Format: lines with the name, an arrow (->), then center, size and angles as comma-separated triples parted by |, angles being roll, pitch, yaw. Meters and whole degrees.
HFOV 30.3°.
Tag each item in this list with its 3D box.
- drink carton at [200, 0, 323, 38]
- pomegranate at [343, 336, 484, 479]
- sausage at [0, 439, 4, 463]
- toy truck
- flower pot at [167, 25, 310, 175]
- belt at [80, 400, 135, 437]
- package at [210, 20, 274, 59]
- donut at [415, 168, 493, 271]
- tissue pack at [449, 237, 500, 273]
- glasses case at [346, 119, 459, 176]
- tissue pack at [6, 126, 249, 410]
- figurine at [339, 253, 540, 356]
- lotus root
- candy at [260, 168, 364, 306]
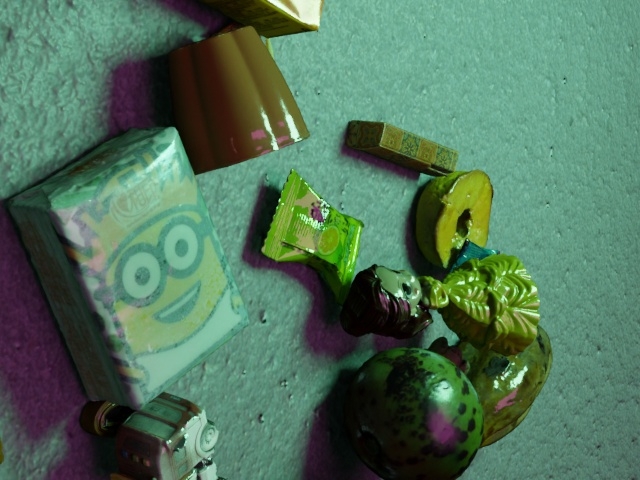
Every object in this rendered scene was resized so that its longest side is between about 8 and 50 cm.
drink carton -> -0.145, -0.409, 1.596 | 0.351, 0.111, 0.154 | 22, 73, -44
pomegranate -> 0.176, 0.292, 1.991 | 0.306, 0.242, 0.242 | -5, 99, -58
sausage -> -0.489, 0.203, 1.334 | 0.302, 0.076, 0.103 | 28, 74, -47
toy truck -> -0.205, 0.345, 1.625 | 0.135, 0.114, 0.270 | -43, 137, -45
flower pot -> -0.124, -0.196, 1.625 | 0.191, 0.191, 0.173 | -29, 105, -43
belt -> -0.282, 0.235, 1.603 | 0.083, 0.036, 0.059 | -11, 102, -49
package -> -0.108, -0.270, 1.738 | 0.108, 0.031, 0.120 | -36, 121, -40
donut -> 0.236, -0.040, 2.123 | 0.174, 0.075, 0.190 | -34, 127, -40
tissue pack -> 0.281, 0.045, 2.130 | 0.138, 0.028, 0.085 | 15, 99, -50
glasses case -> 0.141, -0.154, 2.002 | 0.218, 0.075, 0.049 | 14, 87, -49
tissue pack -> -0.243, 0.033, 1.555 | 0.228, 0.128, 0.311 | -39, 120, -39
figurine -> 0.189, 0.096, 1.953 | 0.315, 0.168, 0.187 | 6, 63, -34
lotus root -> 0.325, 0.267, 2.188 | 0.291, 0.193, 0.193 | -43, 125, -37
candy -> 0.000, 0.000, 1.868 | 0.246, 0.069, 0.149 | 32, 69, -47
